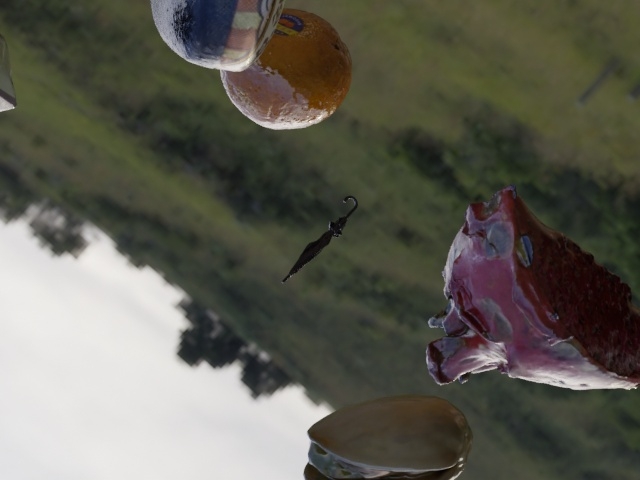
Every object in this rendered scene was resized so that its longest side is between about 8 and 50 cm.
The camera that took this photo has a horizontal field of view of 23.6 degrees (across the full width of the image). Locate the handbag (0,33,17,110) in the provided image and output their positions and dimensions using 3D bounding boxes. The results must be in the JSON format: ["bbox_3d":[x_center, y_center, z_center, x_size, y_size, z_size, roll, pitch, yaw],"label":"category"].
[{"bbox_3d":[-0.305,-0.112,1.026,0.117,0.173,0.095,49,-152,-75],"label":"handbag"}]

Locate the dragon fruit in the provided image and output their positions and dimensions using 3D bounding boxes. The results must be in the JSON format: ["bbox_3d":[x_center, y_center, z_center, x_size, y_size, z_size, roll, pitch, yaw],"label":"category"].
[{"bbox_3d":[0.195,0.091,1.495,0.262,0.211,0.134,34,-129,-30],"label":"dragon fruit"}]

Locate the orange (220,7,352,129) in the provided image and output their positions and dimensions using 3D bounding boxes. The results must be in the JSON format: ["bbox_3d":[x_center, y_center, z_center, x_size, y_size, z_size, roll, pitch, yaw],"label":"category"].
[{"bbox_3d":[-0.034,-0.170,1.543,0.135,0.136,0.117,48,153,47],"label":"orange"}]

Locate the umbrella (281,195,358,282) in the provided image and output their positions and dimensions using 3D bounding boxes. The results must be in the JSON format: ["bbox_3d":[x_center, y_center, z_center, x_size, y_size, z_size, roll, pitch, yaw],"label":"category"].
[{"bbox_3d":[0.002,0.002,1.520,0.022,0.122,0.013,45,156,-15],"label":"umbrella"}]

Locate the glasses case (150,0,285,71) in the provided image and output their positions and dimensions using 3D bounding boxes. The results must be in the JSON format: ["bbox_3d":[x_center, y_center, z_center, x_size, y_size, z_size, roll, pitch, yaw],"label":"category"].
[{"bbox_3d":[-0.066,-0.188,0.991,0.082,0.122,0.321,13,-167,-12],"label":"glasses case"}]

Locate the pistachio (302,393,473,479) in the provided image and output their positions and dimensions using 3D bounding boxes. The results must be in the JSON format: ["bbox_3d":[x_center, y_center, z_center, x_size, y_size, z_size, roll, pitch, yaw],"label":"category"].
[{"bbox_3d":[0.084,0.252,1.861,0.215,0.144,0.144,-1,-160,-14],"label":"pistachio"}]
